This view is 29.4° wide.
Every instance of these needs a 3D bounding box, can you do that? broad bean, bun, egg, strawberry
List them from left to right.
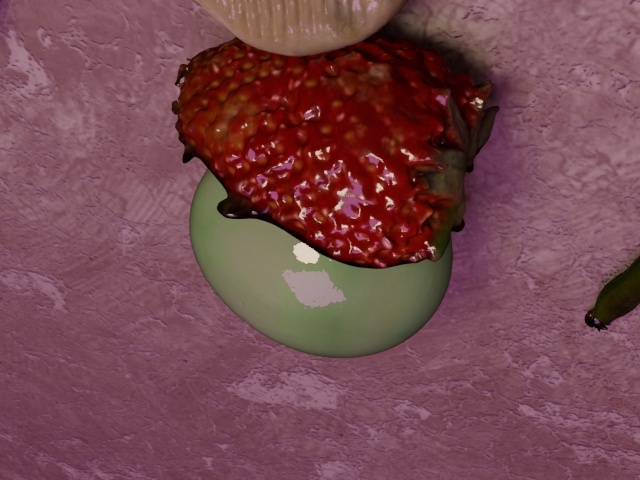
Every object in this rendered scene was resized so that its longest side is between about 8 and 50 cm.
[{"bbox_3d":[-0.011,-0.262,1.008,0.237,0.116,0.210,-16,126,19],"label":"bun"},{"bbox_3d":[-0.004,-0.109,1.078,0.306,0.233,0.137,18,151,8],"label":"strawberry"},{"bbox_3d":[0.000,0.000,1.218,0.270,0.220,0.220,28,142,12],"label":"egg"},{"bbox_3d":[0.354,0.024,1.220,0.060,0.043,0.297,26,143,-22],"label":"broad bean"}]
